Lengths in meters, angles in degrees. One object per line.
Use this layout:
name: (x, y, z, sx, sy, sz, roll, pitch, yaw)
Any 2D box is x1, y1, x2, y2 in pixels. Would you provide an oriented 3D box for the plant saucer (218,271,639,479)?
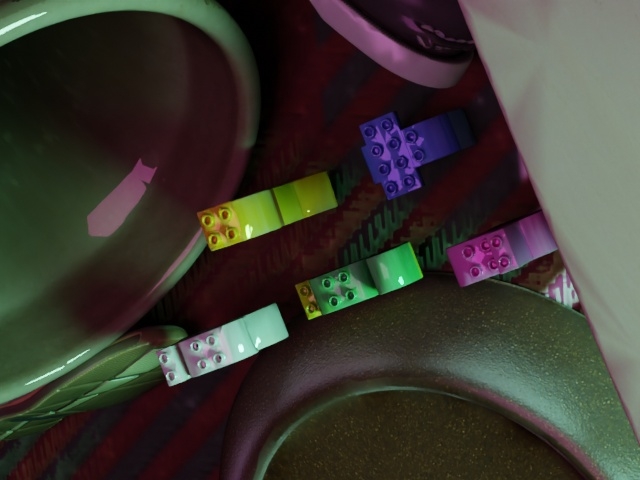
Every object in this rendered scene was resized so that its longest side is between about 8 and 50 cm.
plant saucer: (0.070, 0.170, 0.980, 0.310, 0.050, 0.311, 11, 114, 26)

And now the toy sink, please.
toy sink: (0.185, -0.036, 0.782, 0.152, 0.131, 0.234, -22, 92, 35)

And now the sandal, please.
sandal: (-0.148, 0.073, 1.067, 0.180, 0.072, 0.049, -24, 74, 39)

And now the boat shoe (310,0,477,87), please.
boat shoe: (-0.011, -0.164, 0.882, 0.227, 0.081, 0.069, 37, 120, 5)

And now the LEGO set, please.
LEGO set: (0.000, 0.000, 0.908, 0.227, 0.093, 0.087, -22, 90, 25)

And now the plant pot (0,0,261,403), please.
plant pot: (-0.195, -0.080, 0.945, 0.229, 0.263, 0.263, 47, 127, 30)
